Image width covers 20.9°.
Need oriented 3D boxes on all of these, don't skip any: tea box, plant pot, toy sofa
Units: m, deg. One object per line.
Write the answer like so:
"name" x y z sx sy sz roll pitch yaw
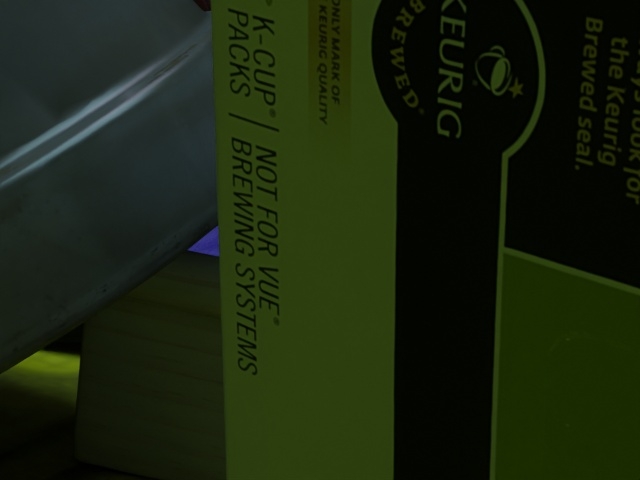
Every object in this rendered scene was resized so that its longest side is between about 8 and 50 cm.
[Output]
"tea box" 0.154 0.035 0.535 0.323 0.329 0.220 19 31 36
"plant pot" -0.211 -0.093 0.755 0.323 0.280 0.323 -26 13 7
"toy sofa" 0.000 0.000 0.965 0.150 0.177 0.362 11 16 13

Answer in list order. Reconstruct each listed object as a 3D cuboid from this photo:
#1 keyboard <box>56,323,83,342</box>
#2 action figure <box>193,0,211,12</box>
"keyboard" -0.170 -0.046 1.122 0.201 0.033 0.317 9 38 5
"action figure" -0.096 -0.229 1.722 0.370 0.248 0.275 -6 -22 35
